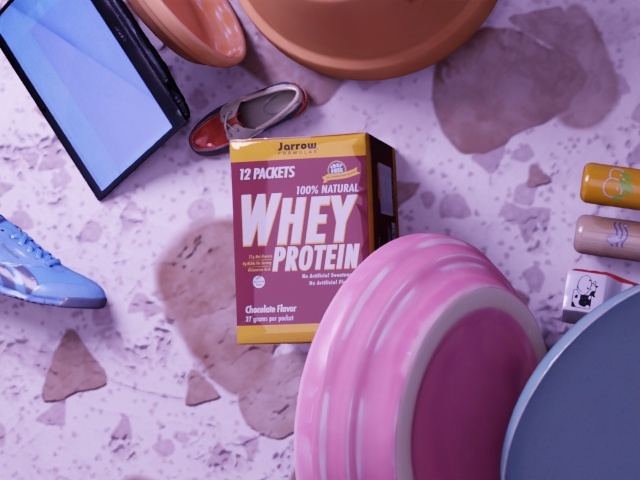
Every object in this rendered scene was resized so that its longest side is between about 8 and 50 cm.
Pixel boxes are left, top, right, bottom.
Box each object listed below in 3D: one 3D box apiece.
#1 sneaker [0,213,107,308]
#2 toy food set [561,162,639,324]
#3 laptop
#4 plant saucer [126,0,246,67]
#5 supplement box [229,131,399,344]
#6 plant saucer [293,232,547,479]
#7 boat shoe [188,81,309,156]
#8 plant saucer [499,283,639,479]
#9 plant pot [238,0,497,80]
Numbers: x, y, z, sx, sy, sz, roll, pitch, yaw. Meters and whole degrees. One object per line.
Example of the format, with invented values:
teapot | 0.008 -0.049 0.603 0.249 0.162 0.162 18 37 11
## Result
sneaker | -0.319 0.019 1.578 0.209 0.069 0.082 15 88 11
toy food set | 0.287 0.051 1.434 0.105 0.111 0.232 8 68 11
laptop | -0.245 -0.189 1.482 0.137 0.264 0.234 -34 84 -3
plant saucer | -0.150 -0.248 1.487 0.037 0.200 0.200 -36 83 18
supplement box | 0.000 0.000 1.454 0.129 0.194 0.191 -3 88 11
plant saucer | 0.111 0.161 1.364 0.084 0.332 0.332 4 90 40
boat shoe | -0.077 -0.125 1.548 0.137 0.043 0.049 -22 87 11
plant saucer | 0.287 0.165 1.382 0.317 0.318 0.044 -56 39 5
plant pot | 0.030 -0.303 1.407 0.291 0.203 0.290 0 90 12
